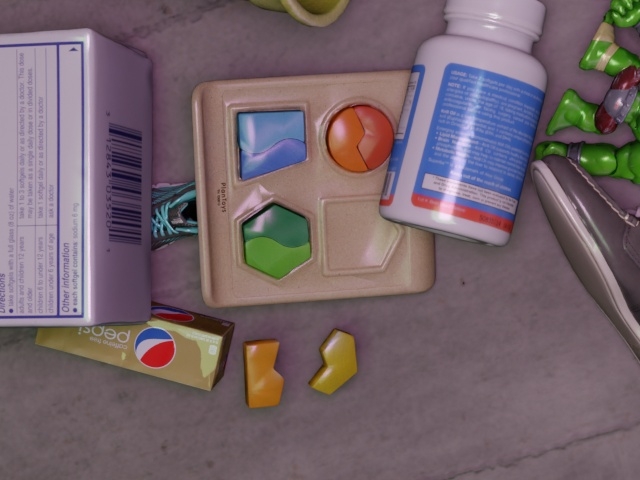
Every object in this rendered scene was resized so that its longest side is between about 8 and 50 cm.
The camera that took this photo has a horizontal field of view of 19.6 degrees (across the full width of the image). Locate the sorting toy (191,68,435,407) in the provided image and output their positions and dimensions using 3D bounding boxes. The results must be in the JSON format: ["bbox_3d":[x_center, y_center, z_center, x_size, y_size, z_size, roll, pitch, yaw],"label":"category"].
[{"bbox_3d":[0.000,0.000,1.724,0.229,0.041,0.307,-5,99,-13],"label":"sorting toy"}]

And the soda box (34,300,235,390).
[{"bbox_3d":[-0.180,0.090,1.799,0.181,0.061,0.058,14,102,7],"label":"soda box"}]

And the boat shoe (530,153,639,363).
[{"bbox_3d":[0.309,0.049,1.700,0.095,0.112,0.335,-33,99,-5],"label":"boat shoe"}]

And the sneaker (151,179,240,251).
[{"bbox_3d":[-0.137,-0.027,1.765,0.166,0.076,0.065,-21,95,12],"label":"sneaker"}]

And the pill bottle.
[{"bbox_3d":[0.136,-0.113,1.675,0.124,0.124,0.221,14,89,6],"label":"pill bottle"}]

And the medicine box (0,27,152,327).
[{"bbox_3d":[-0.314,-0.049,1.716,0.289,0.149,0.263,-1,87,16],"label":"medicine box"}]

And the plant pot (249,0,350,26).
[{"bbox_3d":[-0.119,-0.324,1.636,0.254,0.276,0.276,1,100,20],"label":"plant pot"}]

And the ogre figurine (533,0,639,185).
[{"bbox_3d":[0.280,-0.123,1.672,0.118,0.097,0.197,28,102,5],"label":"ogre figurine"}]
